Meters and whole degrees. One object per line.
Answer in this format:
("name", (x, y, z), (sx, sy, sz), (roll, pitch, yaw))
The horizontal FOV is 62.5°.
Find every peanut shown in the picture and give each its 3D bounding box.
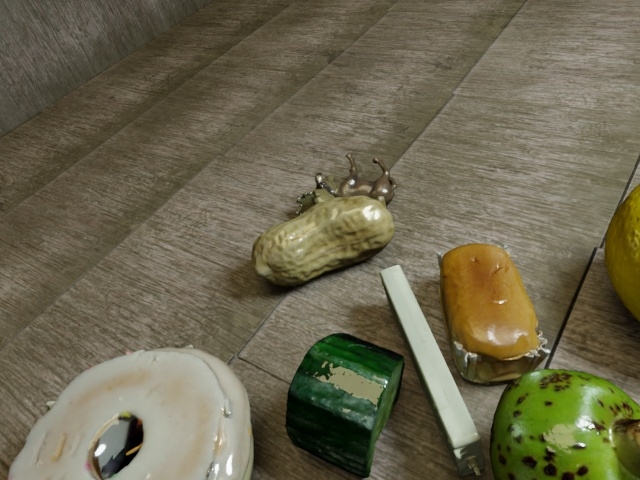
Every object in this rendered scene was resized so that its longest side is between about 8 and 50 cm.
("peanut", (0.003, -0.003, 1.069), (0.291, 0.143, 0.159), (-23, 8, 2))

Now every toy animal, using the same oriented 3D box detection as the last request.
("toy animal", (0.061, -0.115, 1.198), (0.214, 0.093, 0.186), (9, 56, 15))

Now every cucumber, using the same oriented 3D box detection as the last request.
("cucumber", (0.044, 0.228, 0.781), (0.130, 0.191, 0.191), (19, 53, 22))

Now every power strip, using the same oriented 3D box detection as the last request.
("power strip", (0.168, 0.192, 0.826), (0.043, 0.106, 0.367), (-20, 43, 2))

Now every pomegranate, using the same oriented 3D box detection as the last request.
("pomegranate", (0.320, 0.249, 0.623), (0.211, 0.263, 0.211), (12, 58, -21))

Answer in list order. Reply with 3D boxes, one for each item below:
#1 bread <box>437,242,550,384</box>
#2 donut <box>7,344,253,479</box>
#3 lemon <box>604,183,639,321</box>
("bread", (0.274, 0.110, 0.879), (0.136, 0.107, 0.241), (-7, 43, 7))
("donut", (-0.273, 0.336, 0.791), (0.383, 0.142, 0.382), (-9, 42, 8))
("lemon", (0.561, 0.018, 0.761), (0.293, 0.293, 0.293), (-9, 43, 9))
